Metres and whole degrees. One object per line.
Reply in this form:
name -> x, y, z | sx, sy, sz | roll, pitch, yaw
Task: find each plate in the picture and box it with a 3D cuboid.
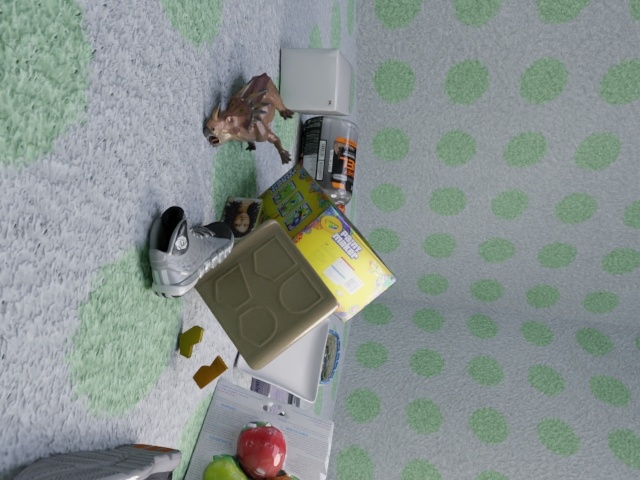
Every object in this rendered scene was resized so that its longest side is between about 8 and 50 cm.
plate -> -0.104, 0.299, 1.265 | 0.278, 0.045, 0.277 | 34, 48, -27

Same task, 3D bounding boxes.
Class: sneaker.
sneaker -> -0.225, -0.012, 0.764 | 0.229, 0.086, 0.132 | -65, 155, -57
sneaker -> -0.280, 0.374, 0.555 | 0.321, 0.124, 0.180 | 68, 28, -66

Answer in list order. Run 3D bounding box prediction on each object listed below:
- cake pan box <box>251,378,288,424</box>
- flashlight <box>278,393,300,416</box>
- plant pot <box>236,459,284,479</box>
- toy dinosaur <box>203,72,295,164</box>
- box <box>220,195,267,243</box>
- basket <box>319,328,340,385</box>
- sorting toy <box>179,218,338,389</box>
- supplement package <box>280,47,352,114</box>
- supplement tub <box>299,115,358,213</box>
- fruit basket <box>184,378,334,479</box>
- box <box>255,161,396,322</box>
cake pan box -> -0.150, 0.435, 1.384 | 0.246, 0.070, 0.267 | 31, 65, -75
flashlight -> -0.125, 0.705, 1.557 | 0.103, 0.103, 0.304 | 137, -36, -66
plant pot -> -0.139, 0.688, 1.175 | 0.293, 0.196, 0.293 | 0, 90, -71
toy dinosaur -> -0.143, -0.301, 0.964 | 0.200, 0.127, 0.296 | 66, 25, -54
box -> -0.188, 0.014, 0.954 | 0.058, 0.087, 0.232 | 79, 19, -61
basket -> -0.023, 0.424, 1.664 | 0.289, 0.200, 0.255 | 97, 6, -55
sorting toy -> -0.148, 0.132, 0.853 | 0.229, 0.307, 0.041 | 52, -7, 7
supplement package -> -0.006, -0.501, 1.390 | 0.293, 0.177, 0.176 | -49, 143, -73
supplement tub -> 0.023, -0.261, 1.571 | 0.207, 0.207, 0.338 | 16, 80, -79
fruit basket -> -0.142, 0.537, 0.972 | 0.165, 0.326, 0.353 | -51, -160, 42
box -> 0.000, 0.000, 1.096 | 0.290, 0.177, 0.279 | 46, 7, -34
